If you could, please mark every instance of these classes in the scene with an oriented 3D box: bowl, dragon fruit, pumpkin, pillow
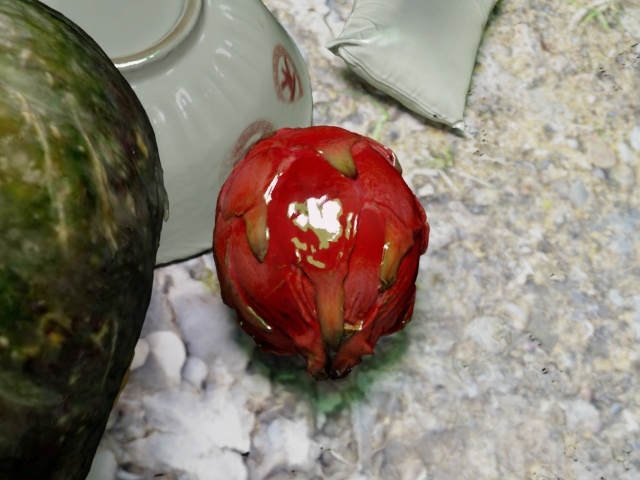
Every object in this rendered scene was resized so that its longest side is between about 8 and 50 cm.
[{"bbox_3d":[-0.172,-0.156,1.187,0.337,0.157,0.337,1,60,-1],"label":"bowl"},{"bbox_3d":[0.000,0.000,1.096,0.172,0.172,0.210,-10,52,-9],"label":"dragon fruit"},{"bbox_3d":[-0.288,0.040,0.908,0.344,0.454,0.454,22,58,-14],"label":"pumpkin"},{"bbox_3d":[0.111,-0.228,1.289,0.144,0.078,0.254,25,61,1],"label":"pillow"}]
